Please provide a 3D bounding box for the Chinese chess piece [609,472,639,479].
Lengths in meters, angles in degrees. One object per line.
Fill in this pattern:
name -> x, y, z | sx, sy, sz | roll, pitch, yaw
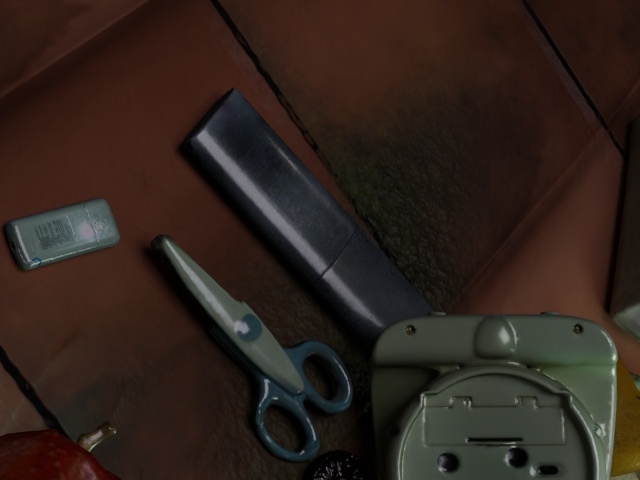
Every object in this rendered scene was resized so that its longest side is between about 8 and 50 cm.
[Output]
Chinese chess piece -> 0.323, 0.303, 1.824 | 0.122, 0.051, 0.122 | 13, 69, -36

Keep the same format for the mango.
mango -> 0.287, 0.177, 1.797 | 0.157, 0.262, 0.109 | -44, 128, -7

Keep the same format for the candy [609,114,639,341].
candy -> 0.510, -0.037, 2.101 | 0.145, 0.208, 0.359 | 28, 57, -23

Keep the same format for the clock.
clock -> 0.187, 0.239, 1.665 | 0.265, 0.108, 0.324 | -2, 81, 3

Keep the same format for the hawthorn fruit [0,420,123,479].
hawthorn fruit -> -0.237, 0.255, 1.328 | 0.205, 0.205, 0.253 | 43, 43, -20

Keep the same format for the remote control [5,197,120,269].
remote control -> -0.252, -0.008, 1.540 | 0.124, 0.018, 0.053 | -19, 85, -44

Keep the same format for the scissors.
scissors -> -0.078, 0.101, 1.632 | 0.289, 0.041, 0.138 | 50, 56, -19

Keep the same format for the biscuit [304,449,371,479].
biscuit -> 0.019, 0.265, 1.660 | 0.087, 0.027, 0.089 | 45, 49, -19

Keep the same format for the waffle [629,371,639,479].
waffle -> 0.364, 0.294, 1.932 | 0.292, 0.056, 0.309 | 40, 53, -22

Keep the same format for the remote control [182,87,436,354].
remote control -> 0.000, 0.000, 1.742 | 0.377, 0.044, 0.107 | 48, 55, -16
